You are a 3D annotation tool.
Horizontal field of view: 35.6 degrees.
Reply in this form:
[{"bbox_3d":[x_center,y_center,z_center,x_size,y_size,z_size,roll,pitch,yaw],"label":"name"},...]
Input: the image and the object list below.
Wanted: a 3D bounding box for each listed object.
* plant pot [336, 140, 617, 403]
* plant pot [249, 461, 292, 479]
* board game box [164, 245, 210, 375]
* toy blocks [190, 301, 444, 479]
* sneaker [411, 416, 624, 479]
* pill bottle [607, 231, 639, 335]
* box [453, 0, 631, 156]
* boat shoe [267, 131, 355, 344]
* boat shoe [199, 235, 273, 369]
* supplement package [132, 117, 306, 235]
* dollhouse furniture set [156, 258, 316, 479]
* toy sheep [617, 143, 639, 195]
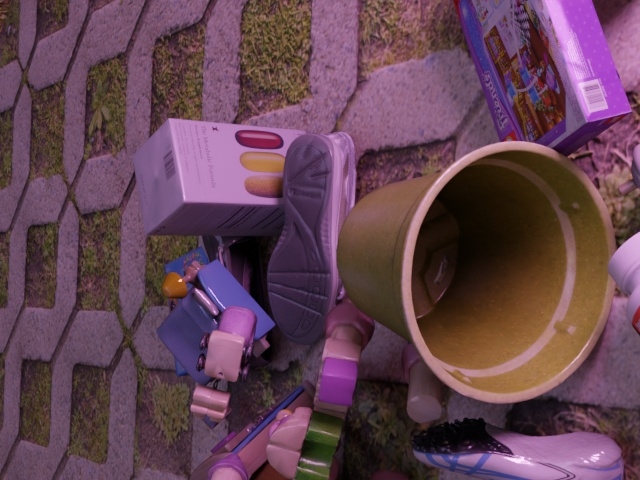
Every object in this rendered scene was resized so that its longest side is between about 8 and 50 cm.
[{"bbox_3d":[0.150,0.025,1.152,0.254,0.276,0.276,10,98,64],"label":"plant pot"},{"bbox_3d":[-0.030,0.448,1.411,0.237,0.237,0.254,-51,37,40],"label":"plant pot"},{"bbox_3d":[-0.221,0.127,1.800,0.160,0.039,0.211,-24,71,50],"label":"board game box"},{"bbox_3d":[0.000,0.209,1.329,0.260,0.309,0.288,-73,-3,-64],"label":"toy blocks"},{"bbox_3d":[0.215,0.252,1.112,0.237,0.085,0.086,3,109,23],"label":"sneaker"},{"bbox_3d":[0.366,0.079,0.960,0.108,0.108,0.193,-58,47,35],"label":"pill bottle"},{"bbox_3d":[0.227,-0.237,1.100,0.201,0.057,0.293,132,122,-73],"label":"box"},{"bbox_3d":[-0.002,-0.002,1.477,0.118,0.103,0.320,12,105,33],"label":"boat shoe"},{"bbox_3d":[-0.128,0.048,1.635,0.096,0.112,0.335,-3,92,36],"label":"boat shoe"},{"bbox_3d":[-0.142,-0.092,1.529,0.134,0.244,0.139,-33,64,49],"label":"supplement package"},{"bbox_3d":[-0.201,0.230,1.533,0.303,0.198,0.286,50,135,4],"label":"dollhouse furniture set"},{"bbox_3d":[0.358,-0.076,0.995,0.132,0.091,0.091,-31,64,28],"label":"toy sheep"}]
